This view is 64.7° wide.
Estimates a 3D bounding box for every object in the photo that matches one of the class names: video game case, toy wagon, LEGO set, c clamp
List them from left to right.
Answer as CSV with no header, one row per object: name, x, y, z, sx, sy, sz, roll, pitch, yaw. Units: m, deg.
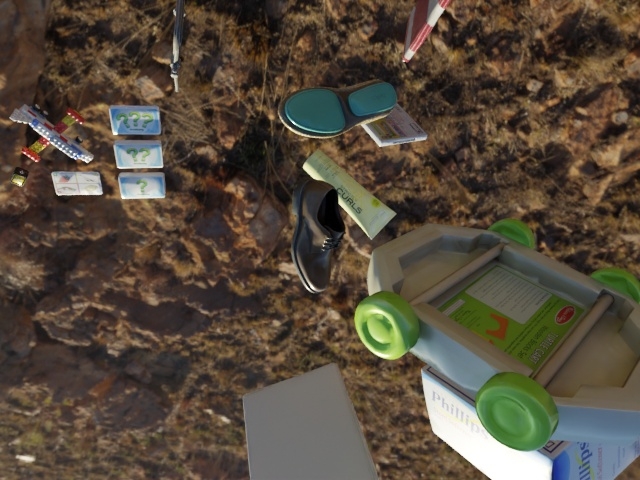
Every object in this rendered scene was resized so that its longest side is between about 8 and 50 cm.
LEGO set,-0.387,-0.134,0.832,0.244,0.060,0.182,-2,133,-14
c clamp,-0.247,-0.360,0.871,0.022,0.160,0.137,5,171,-15
video game case,0.222,-0.395,1.682,0.193,0.212,0.023,-14,143,-28
toy wagon,0.207,0.086,0.458,0.344,0.267,0.068,32,127,32

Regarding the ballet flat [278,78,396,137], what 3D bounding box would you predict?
ballet flat,0.018,-0.180,0.712,0.206,0.073,0.067,-17,-176,-34

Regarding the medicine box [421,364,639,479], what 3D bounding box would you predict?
medicine box,0.367,0.259,0.837,0.289,0.263,0.149,-25,115,-22

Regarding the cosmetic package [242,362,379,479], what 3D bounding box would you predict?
cosmetic package,0.026,0.409,0.640,0.162,0.453,0.230,-19,122,-2

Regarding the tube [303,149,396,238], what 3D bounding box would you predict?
tube,0.065,-0.116,1.196,0.240,0.062,0.070,44,112,5

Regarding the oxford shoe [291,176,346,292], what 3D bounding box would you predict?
oxford shoe,0.000,0.000,0.950,0.096,0.083,0.227,16,118,43

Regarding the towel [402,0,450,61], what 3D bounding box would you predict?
towel,0.307,-0.625,1.240,0.037,0.237,0.329,24,142,-12
